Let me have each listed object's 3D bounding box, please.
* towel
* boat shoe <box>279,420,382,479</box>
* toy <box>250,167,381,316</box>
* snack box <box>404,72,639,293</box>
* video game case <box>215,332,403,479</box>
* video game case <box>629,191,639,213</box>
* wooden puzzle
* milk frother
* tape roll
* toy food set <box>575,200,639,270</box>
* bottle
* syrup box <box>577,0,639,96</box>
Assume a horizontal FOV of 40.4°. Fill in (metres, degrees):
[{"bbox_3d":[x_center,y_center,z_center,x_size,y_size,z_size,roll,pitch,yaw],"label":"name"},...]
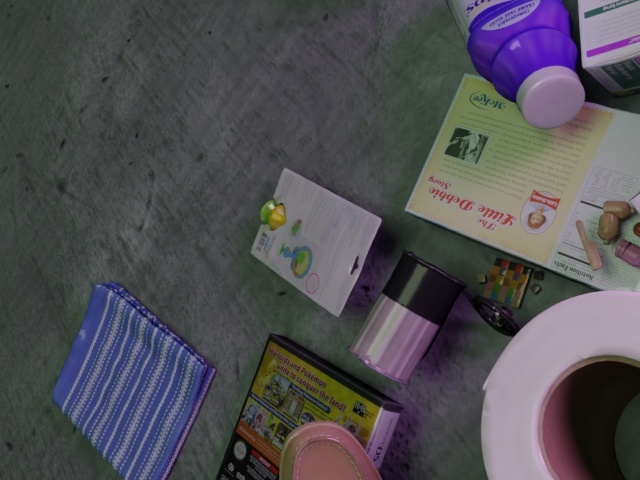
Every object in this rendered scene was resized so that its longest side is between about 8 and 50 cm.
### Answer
[{"bbox_3d":[-0.318,0.232,1.405,0.336,0.040,0.243,29,97,43],"label":"towel"},{"bbox_3d":[0.037,0.362,0.926,0.122,0.110,0.341,-16,87,-1],"label":"boat shoe"},{"bbox_3d":[0.000,0.000,1.188,0.237,0.056,0.136,31,101,48],"label":"toy"},{"bbox_3d":[0.259,-0.064,0.974,0.322,0.060,0.187,26,93,43],"label":"snack box"},{"bbox_3d":[-0.030,0.274,1.105,0.275,0.035,0.248,21,91,55],"label":"video game case"},{"bbox_3d":[0.429,-0.014,0.754,0.210,0.042,0.232,-43,78,27],"label":"video game case"},{"bbox_3d":[0.218,0.049,1.010,0.083,0.006,0.049,19,89,43],"label":"wooden puzzle"},{"bbox_3d":[0.130,0.105,0.988,0.143,0.129,0.134,33,95,49],"label":"milk frother"},{"bbox_3d":[0.293,0.179,0.791,0.246,0.169,0.246,-15,66,38],"label":"tape roll"},{"bbox_3d":[0.319,-0.014,0.854,0.122,0.019,0.077,-23,64,22],"label":"toy food set"},{"bbox_3d":[0.223,-0.235,0.988,0.118,0.092,0.282,-24,42,15],"label":"bottle"},{"bbox_3d":[0.340,-0.288,0.953,0.096,0.093,0.236,-11,69,39],"label":"syrup box"}]
